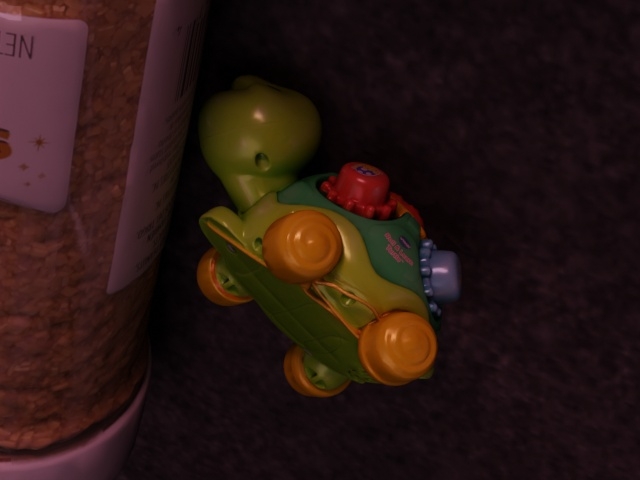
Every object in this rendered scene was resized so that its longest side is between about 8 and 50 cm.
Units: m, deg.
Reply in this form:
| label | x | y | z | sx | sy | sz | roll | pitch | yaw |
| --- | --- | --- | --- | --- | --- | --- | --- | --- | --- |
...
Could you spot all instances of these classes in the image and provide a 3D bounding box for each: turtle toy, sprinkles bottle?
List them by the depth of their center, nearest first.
| label | x | y | z | sx | sy | sz | roll | pitch | yaw |
| --- | --- | --- | --- | --- | --- | --- | --- | --- | --- |
| sprinkles bottle | -0.103 | -0.047 | 0.599 | 0.121 | 0.121 | 0.355 | 24 | 135 | 10 |
| turtle toy | 0.000 | 0.000 | 0.620 | 0.130 | 0.066 | 0.095 | 48 | 157 | -11 |
